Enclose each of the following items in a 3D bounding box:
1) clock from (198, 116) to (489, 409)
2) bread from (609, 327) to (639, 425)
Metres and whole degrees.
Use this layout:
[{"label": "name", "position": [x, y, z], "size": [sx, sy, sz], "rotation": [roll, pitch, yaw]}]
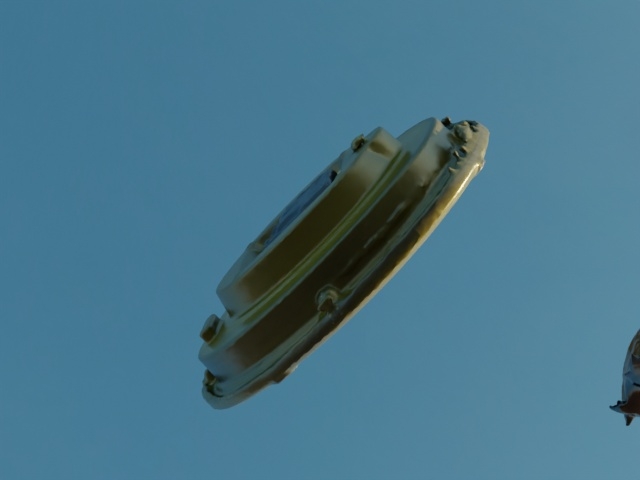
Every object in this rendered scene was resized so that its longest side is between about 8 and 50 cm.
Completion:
[{"label": "clock", "position": [0.000, 0.000, 0.842], "size": [0.057, 0.237, 0.237], "rotation": [44, -82, -8]}, {"label": "bread", "position": [0.224, 0.072, 0.636], "size": [0.140, 0.169, 0.160], "rotation": [44, -76, -8]}]
